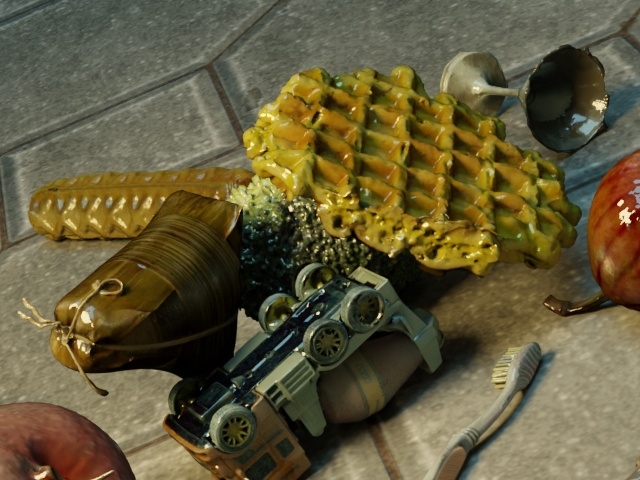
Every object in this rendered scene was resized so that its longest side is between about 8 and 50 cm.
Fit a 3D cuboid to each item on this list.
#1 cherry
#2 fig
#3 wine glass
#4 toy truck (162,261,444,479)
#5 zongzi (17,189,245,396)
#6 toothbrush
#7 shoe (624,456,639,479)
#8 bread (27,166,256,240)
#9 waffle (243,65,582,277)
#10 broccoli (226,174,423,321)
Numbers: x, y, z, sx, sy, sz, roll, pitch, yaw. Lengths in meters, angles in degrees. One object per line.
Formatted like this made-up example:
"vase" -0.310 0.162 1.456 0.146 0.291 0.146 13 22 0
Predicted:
"cherry" -0.284 0.262 1.600 0.307 0.221 0.261 -24 14 27
"fig" 0.306 0.009 1.718 0.148 0.202 0.149 17 15 -3
"wine glass" 0.222 -0.162 2.135 0.122 0.122 0.183 -34 22 -23
"toy truck" -0.007 0.129 1.737 0.257 0.140 0.108 -43 30 -14
"zongzi" -0.155 0.109 1.744 0.111 0.241 0.248 14 34 27
"toothbrush" 0.103 0.200 1.619 0.037 0.028 0.375 -9 28 38
"shoe" 0.261 0.215 1.412 0.092 0.089 0.180 24 53 41
"bread" -0.209 -0.041 2.277 0.368 0.077 0.084 -1 29 39
"waffle" 0.091 -0.065 1.799 0.312 0.060 0.307 36 37 23
"broccoli" -0.001 0.002 1.889 0.226 0.198 0.176 -5 28 13
